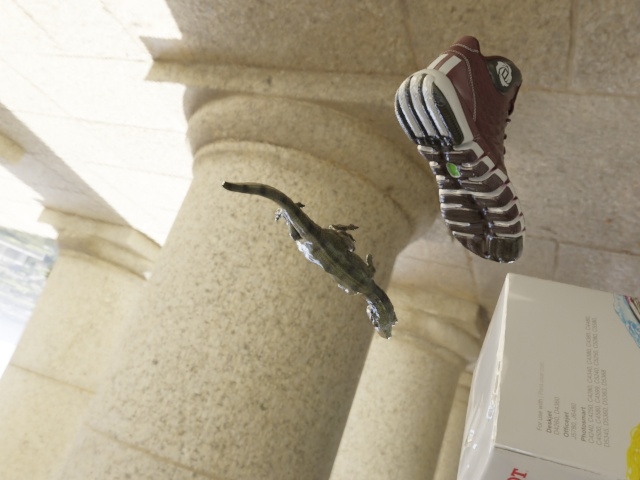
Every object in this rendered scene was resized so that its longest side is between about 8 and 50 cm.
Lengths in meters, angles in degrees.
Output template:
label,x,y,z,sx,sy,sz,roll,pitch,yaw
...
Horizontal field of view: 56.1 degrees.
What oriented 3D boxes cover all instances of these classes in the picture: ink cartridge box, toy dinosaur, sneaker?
label,x,y,z,sx,sy,sz,roll,pitch,yaw
ink cartridge box,0.285,0.187,0.572,0.270,0.197,0.198,12,138,11
toy dinosaur,0.000,0.000,0.679,0.268,0.064,0.118,42,-167,-20
sneaker,0.206,-0.113,0.710,0.106,0.162,0.281,13,145,46
